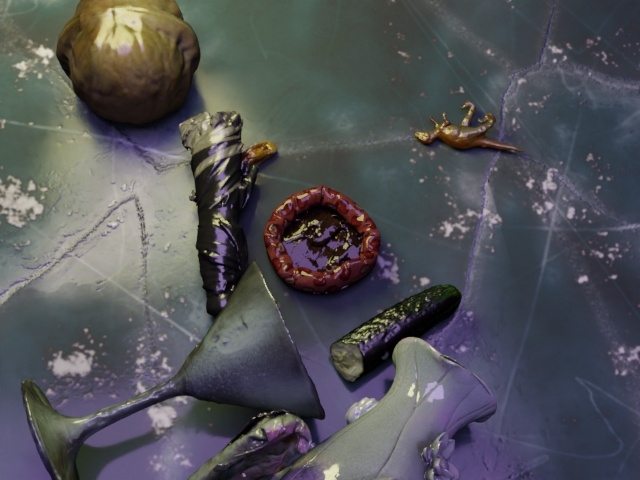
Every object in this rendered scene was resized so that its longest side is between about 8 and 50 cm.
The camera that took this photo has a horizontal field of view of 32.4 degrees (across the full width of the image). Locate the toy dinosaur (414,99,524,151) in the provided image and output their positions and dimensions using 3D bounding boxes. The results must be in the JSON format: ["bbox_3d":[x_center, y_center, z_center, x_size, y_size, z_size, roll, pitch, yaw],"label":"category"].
[{"bbox_3d":[0.264,-0.177,1.970,0.126,0.039,0.162,-42,80,-7],"label":"toy dinosaur"}]

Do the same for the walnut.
[{"bbox_3d":[-0.330,-0.328,1.904,0.248,0.248,0.248,1,67,-2],"label":"walnut"}]

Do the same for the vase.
[{"bbox_3d":[0.077,0.357,1.640,0.250,0.250,0.445,35,66,11],"label":"vase"}]

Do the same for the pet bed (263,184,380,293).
[{"bbox_3d":[0.000,0.000,1.874,0.201,0.053,0.201,-1,64,2],"label":"pet bed"}]

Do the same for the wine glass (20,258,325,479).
[{"bbox_3d":[-0.225,0.226,1.669,0.406,0.267,0.267,-23,70,-8],"label":"wine glass"}]

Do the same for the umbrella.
[{"bbox_3d":[-0.170,-0.046,1.867,0.113,0.106,0.358,-10,76,23],"label":"umbrella"}]

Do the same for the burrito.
[{"bbox_3d":[-0.123,0.336,1.609,0.096,0.309,0.066,22,43,-27],"label":"burrito"}]

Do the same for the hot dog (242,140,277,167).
[{"bbox_3d":[-0.117,-0.149,1.940,0.090,0.034,0.030,-34,72,-14],"label":"hot dog"}]

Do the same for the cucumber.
[{"bbox_3d":[0.128,0.141,1.810,0.241,0.074,0.074,-32,72,-16],"label":"cucumber"}]
